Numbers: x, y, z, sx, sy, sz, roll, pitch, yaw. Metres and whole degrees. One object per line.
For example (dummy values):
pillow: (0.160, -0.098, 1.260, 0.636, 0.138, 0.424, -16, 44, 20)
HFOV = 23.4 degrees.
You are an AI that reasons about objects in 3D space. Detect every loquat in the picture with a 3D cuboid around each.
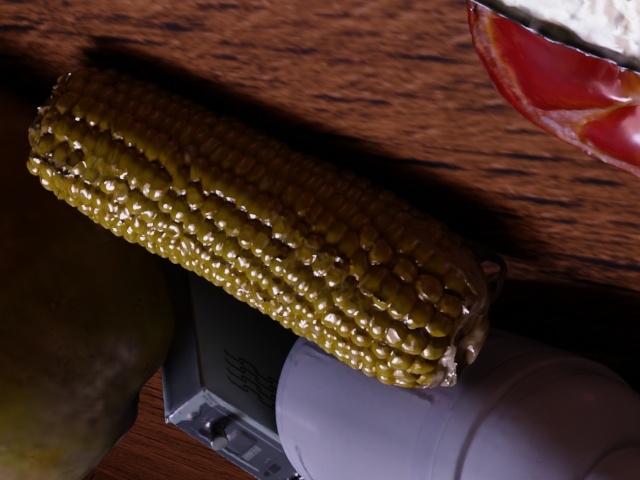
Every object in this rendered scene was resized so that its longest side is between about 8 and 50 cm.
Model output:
loquat: (-0.239, 0.039, 1.021, 0.284, 0.276, 0.276, 37, 163, -2)

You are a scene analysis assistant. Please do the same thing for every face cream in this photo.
face cream: (0.115, 0.129, 0.881, 0.145, 0.145, 0.369, 35, 172, -27)

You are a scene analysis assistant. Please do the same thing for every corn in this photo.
corn: (-0.036, -0.016, 0.861, 0.293, 0.106, 0.106, 28, 164, 10)

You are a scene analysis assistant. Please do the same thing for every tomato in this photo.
tomato: (0.126, -0.068, 0.484, 0.155, 0.069, 0.155, 22, 162, 7)

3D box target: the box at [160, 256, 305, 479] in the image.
box: (-0.013, 0.120, 1.125, 0.270, 0.045, 0.211, 37, -155, -34)

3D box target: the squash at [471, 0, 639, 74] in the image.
squash: (0.124, -0.119, 0.358, 0.192, 0.085, 0.184, 28, 135, 18)
